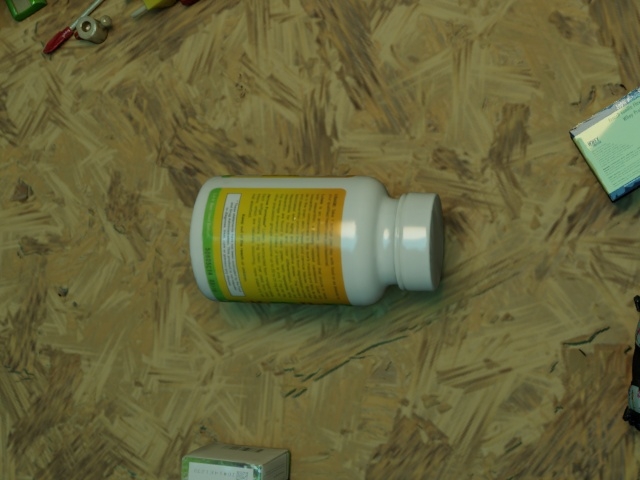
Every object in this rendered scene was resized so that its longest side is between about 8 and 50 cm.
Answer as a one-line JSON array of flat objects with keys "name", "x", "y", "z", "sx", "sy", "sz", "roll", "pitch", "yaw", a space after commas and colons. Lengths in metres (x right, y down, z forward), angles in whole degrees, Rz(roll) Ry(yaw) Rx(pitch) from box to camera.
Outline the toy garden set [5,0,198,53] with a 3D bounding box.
[{"name": "toy garden set", "x": -0.268, "y": -0.326, "z": 1.220, "sx": 0.244, "sy": 0.049, "sz": 0.204, "roll": -28, "pitch": 82, "yaw": 13}]

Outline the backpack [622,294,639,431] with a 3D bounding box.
[{"name": "backpack", "x": 0.349, "y": 0.121, "z": 0.980, "sx": 0.117, "sy": 0.173, "sz": 0.158, "roll": 6, "pitch": 90, "yaw": 15}]

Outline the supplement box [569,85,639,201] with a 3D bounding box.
[{"name": "supplement box", "x": 0.308, "y": -0.095, "z": 1.056, "sx": 0.083, "sy": 0.056, "sz": 0.083, "roll": -33, "pitch": 81, "yaw": 12}]

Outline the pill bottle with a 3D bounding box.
[{"name": "pill bottle", "x": 0.000, "y": 0.000, "z": 1.095, "sx": 0.245, "sy": 0.136, "sz": 0.136, "roll": 1, "pitch": 89, "yaw": 15}]

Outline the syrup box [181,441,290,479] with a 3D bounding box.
[{"name": "syrup box", "x": -0.095, "y": 0.346, "z": 1.134, "sx": 0.093, "sy": 0.096, "sz": 0.237, "roll": 2, "pitch": 90, "yaw": 17}]
